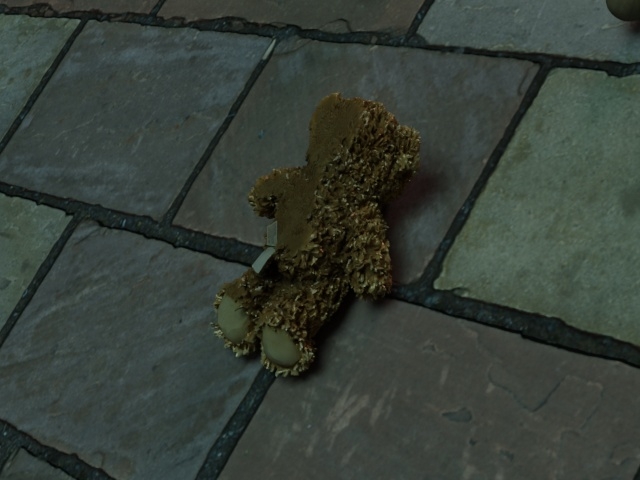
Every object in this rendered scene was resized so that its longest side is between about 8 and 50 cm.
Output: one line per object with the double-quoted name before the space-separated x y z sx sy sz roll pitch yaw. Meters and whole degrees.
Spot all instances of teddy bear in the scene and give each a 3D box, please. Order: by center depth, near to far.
"teddy bear" 0.000 0.000 1.771 0.245 0.113 0.338 -3 63 48

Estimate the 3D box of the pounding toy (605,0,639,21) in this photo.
"pounding toy" 0.424 -0.315 1.632 0.237 0.110 0.183 15 62 46
